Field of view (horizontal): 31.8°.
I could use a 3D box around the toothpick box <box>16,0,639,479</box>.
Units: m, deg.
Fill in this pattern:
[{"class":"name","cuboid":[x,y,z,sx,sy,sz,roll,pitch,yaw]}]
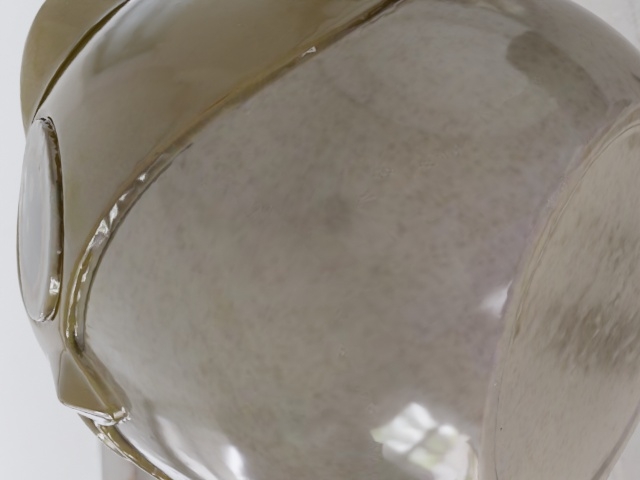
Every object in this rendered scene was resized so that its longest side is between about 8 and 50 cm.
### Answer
[{"class":"toothpick box","cuboid":[0.000,0.000,0.779,0.425,0.409,0.409,19,101,35]}]
